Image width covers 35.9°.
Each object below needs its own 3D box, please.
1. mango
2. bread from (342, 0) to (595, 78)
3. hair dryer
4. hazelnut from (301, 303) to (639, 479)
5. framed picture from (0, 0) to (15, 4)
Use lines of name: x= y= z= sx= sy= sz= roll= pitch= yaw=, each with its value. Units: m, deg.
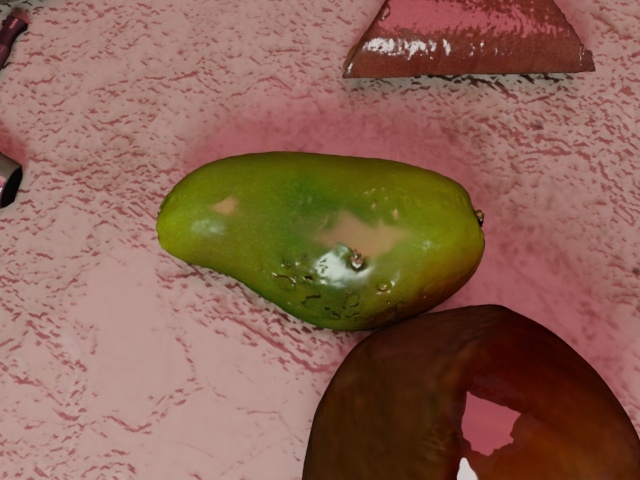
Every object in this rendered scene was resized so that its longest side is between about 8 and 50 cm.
mango: x=0.000 y=0.000 z=0.706 sx=0.233 sy=0.111 sz=0.125 roll=2 pitch=72 yaw=-2
bread: x=0.110 y=-0.180 z=0.766 sx=0.192 sy=0.067 sz=0.119 roll=-3 pitch=78 yaw=-2
hair dryer: x=-0.265 y=-0.108 z=0.758 sx=0.106 sy=0.054 sz=0.154 roll=18 pitch=74 yaw=-2
hazelnut: x=0.097 y=0.138 z=0.655 sx=0.210 sy=0.210 sz=0.186 roll=-27 pitch=57 yaw=-6
framed picture: x=-0.325 y=-0.295 z=0.764 sx=0.209 sy=0.019 sz=0.281 roll=-21 pitch=77 yaw=-31
